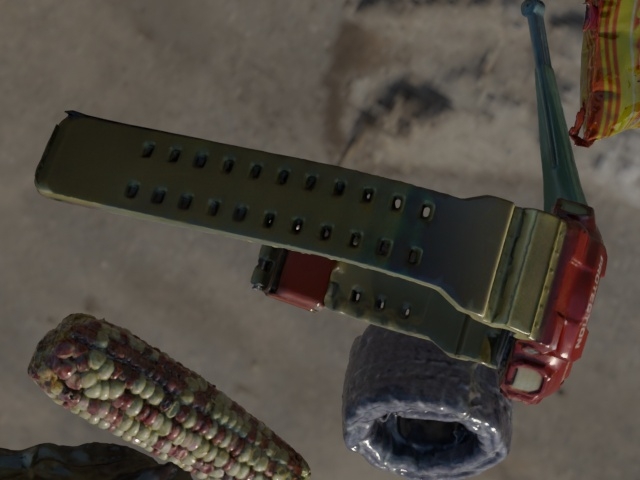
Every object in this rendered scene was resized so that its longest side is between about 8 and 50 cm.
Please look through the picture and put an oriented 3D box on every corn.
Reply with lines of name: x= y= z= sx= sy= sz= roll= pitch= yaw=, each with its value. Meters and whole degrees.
corn: x=-0.112 y=0.135 z=1.435 sx=0.237 sy=0.079 sz=0.079 roll=34 pitch=145 yaw=-12

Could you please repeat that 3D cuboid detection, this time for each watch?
watch: x=0.008 y=0.003 z=0.934 sx=0.268 sy=0.102 sz=0.165 roll=14 pitch=168 yaw=14

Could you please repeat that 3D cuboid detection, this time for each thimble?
thimble: x=0.092 y=0.136 z=1.614 sx=0.150 sy=0.098 sz=0.150 roll=7 pitch=143 yaw=5

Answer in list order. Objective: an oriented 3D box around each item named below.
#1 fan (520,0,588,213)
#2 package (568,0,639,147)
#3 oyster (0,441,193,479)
fan: x=0.174 y=-0.098 z=1.436 sx=0.038 sy=0.193 sz=0.016 roll=-22 pitch=156 yaw=37
package: x=0.345 y=-0.203 z=1.898 sx=0.288 sy=0.223 sz=0.108 roll=0 pitch=-174 yaw=-41
oyster: x=-0.209 y=0.225 z=1.094 sx=0.361 sy=0.096 sz=0.221 roll=6 pitch=124 yaw=-20
